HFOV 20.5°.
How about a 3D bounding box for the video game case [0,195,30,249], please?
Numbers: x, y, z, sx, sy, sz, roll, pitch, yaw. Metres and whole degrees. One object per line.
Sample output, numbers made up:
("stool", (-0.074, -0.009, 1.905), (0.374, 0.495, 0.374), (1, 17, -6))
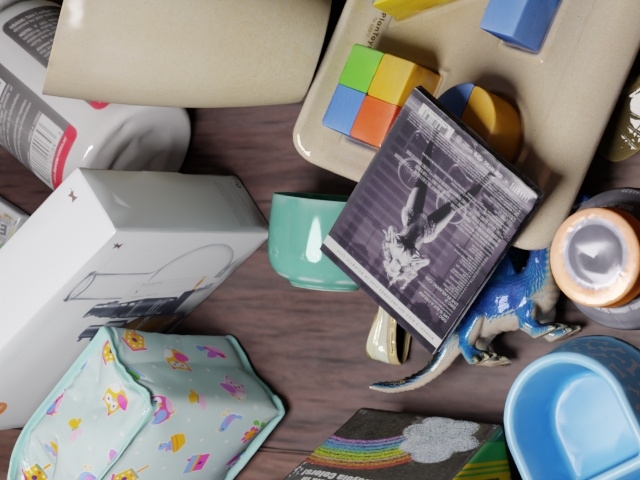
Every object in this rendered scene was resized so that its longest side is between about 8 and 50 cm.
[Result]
("video game case", (-0.488, 0.013, 2.294), (0.227, 0.026, 0.206), (30, 105, 31))

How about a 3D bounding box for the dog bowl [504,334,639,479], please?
("dog bowl", (0.282, 0.236, 1.732), (0.166, 0.074, 0.297), (-32, 72, 29))

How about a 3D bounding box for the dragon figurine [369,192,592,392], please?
("dragon figurine", (0.171, 0.051, 1.805), (0.289, 0.085, 0.144), (-28, 71, 26))

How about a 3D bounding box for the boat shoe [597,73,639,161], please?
("boat shoe", (0.326, -0.142, 1.739), (0.056, 0.048, 0.153), (38, 116, 16))

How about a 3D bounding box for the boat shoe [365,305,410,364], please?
("boat shoe", (0.088, 0.069, 1.888), (0.045, 0.050, 0.135), (23, 111, 29))

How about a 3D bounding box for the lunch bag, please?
("lunch bag", (-0.205, 0.235, 1.973), (0.262, 0.223, 0.160), (-54, 54, 21))

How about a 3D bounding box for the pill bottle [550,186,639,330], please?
("pill bottle", (0.303, 0.017, 1.621), (0.130, 0.246, 0.130), (-2, 87, 35))

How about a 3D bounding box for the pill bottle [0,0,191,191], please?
("pill bottle", (-0.316, -0.175, 2.092), (0.318, 0.176, 0.176), (40, 110, 29))

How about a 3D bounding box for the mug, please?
("mug", (0.009, 0.001, 1.906), (0.129, 0.158, 0.097), (5, 94, 3))

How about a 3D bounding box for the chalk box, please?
("chalk box", (0.051, 0.315, 1.731), (0.180, 0.289, 0.179), (4, 117, 35))

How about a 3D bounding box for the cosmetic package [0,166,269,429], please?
("cosmetic package", (-0.273, 0.073, 1.990), (0.377, 0.284, 0.097), (-44, 66, 26))

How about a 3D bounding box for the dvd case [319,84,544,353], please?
("dvd case", (0.105, -0.017, 1.735), (0.164, 0.018, 0.221), (43, 126, 17))

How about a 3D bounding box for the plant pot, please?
("plant pot", (-0.136, -0.247, 1.913), (0.274, 0.256, 0.256), (14, 99, -9))

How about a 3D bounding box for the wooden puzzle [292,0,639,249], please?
("wooden puzzle", (0.141, -0.191, 1.789), (0.348, 0.080, 0.322), (24, 92, 40))
